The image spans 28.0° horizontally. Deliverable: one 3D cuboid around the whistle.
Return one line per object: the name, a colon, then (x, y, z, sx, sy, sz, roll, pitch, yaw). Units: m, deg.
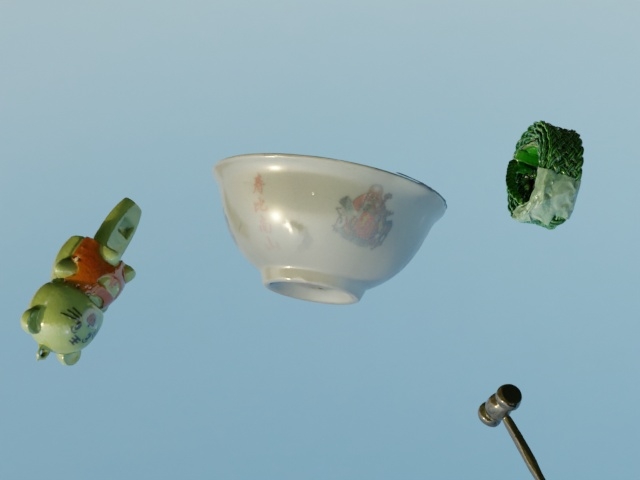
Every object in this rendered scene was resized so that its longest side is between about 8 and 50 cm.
whistle: (-0.352, 0.060, 1.939, 0.106, 0.131, 0.288, 13, -117, 37)

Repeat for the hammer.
hammer: (0.247, 0.282, 1.296, 0.029, 0.058, 0.292, -18, -112, -29)

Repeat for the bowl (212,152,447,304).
bowl: (0.000, 0.000, 1.824, 0.345, 0.157, 0.345, 9, 166, 2)

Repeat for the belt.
belt: (0.300, -0.090, 1.765, 0.079, 0.151, 0.121, 12, 165, -17)
